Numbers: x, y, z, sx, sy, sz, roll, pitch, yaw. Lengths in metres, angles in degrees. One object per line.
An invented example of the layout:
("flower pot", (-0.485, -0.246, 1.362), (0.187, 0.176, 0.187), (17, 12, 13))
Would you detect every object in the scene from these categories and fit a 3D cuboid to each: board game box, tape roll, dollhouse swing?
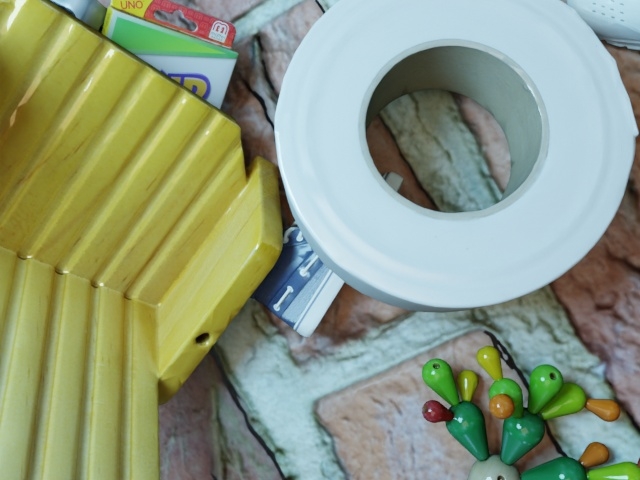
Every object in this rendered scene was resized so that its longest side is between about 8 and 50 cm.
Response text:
("board game box", (-0.174, -0.105, 0.637), (0.039, 0.124, 0.259), (43, 117, 54))
("tape roll", (0.106, -0.081, 0.547), (0.287, 0.100, 0.285), (0, 80, 1))
("dollhouse swing", (-0.199, 0.034, 0.489), (0.347, 0.305, 0.315), (29, 105, -35))

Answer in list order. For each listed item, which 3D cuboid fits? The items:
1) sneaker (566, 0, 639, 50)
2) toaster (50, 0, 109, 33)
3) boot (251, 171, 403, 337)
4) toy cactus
("sneaker", (0.329, -0.220, 0.479), (0.297, 0.129, 0.110), (0, 90, 41))
("toaster", (-0.271, -0.164, 0.650), (0.110, 0.186, 0.168), (29, 92, 8))
("boot", (0.000, 0.000, 0.636), (0.086, 0.069, 0.189), (32, 101, 5))
("toy cactus", (0.183, 0.200, 0.596), (0.219, 0.112, 0.180), (23, 109, 3))
